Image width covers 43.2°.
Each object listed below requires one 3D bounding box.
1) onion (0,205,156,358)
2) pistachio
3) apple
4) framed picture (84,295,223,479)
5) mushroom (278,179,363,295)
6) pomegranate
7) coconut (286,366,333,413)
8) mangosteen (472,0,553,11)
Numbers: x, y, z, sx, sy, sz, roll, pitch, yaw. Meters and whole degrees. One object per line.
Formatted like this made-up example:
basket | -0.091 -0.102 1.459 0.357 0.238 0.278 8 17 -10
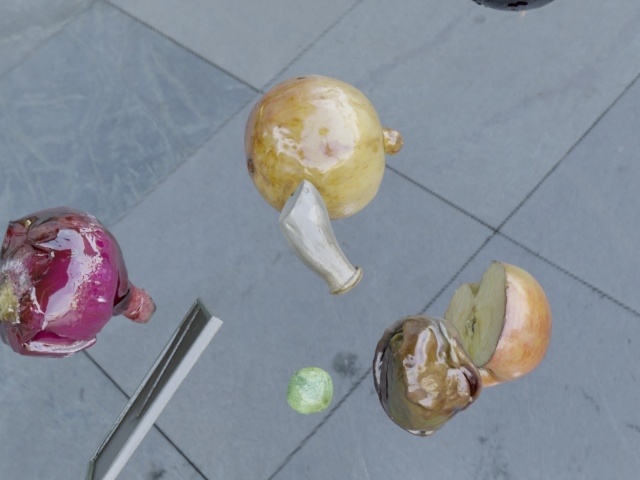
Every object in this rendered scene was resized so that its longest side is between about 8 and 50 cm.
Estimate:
onion | -0.598 0.109 2.037 0.398 0.420 0.398 -12 74 51
pistachio | 0.150 0.205 1.178 0.165 0.210 0.130 18 34 26
apple | 0.381 0.190 1.671 0.163 0.293 0.251 13 65 -12
framed picture | -0.204 0.184 0.951 0.023 0.189 0.260 35 84 -11
mushroom | -0.010 0.001 1.688 0.108 0.096 0.247 -32 93 -26
pomegranate | 0.015 -0.233 2.037 0.410 0.410 0.410 -8 55 12
coconut | -0.020 0.284 1.505 0.088 0.096 0.088 3 22 -1
mangosteen | 0.267 -0.426 1.075 0.211 0.211 0.250 9 48 22
